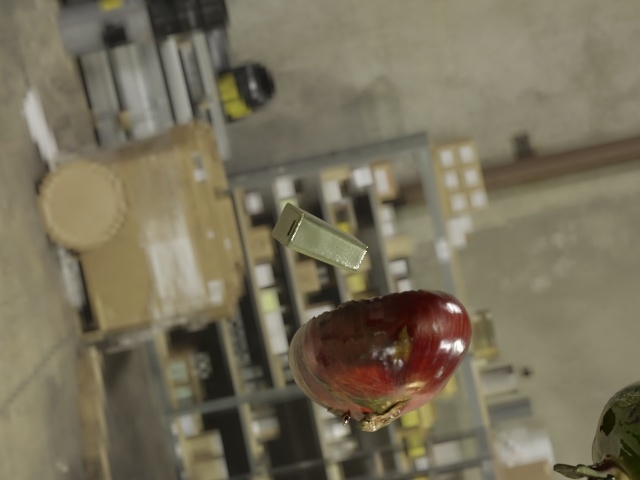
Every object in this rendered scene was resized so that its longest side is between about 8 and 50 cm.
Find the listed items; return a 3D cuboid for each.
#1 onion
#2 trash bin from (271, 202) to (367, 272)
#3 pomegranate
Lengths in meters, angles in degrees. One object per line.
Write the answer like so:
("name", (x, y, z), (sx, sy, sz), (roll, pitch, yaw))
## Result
("onion", (0.080, 0.147, 2.033), (0.161, 0.248, 0.248), (64, 3, 6))
("trash bin", (0.000, 0.000, 1.787), (0.043, 0.092, 0.061), (-62, -157, 4))
("pomegranate", (0.370, 0.254, 1.810), (0.181, 0.224, 0.181), (37, -44, 48))
